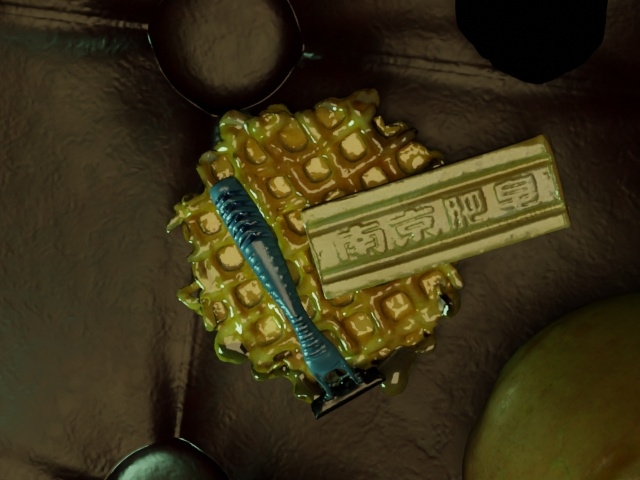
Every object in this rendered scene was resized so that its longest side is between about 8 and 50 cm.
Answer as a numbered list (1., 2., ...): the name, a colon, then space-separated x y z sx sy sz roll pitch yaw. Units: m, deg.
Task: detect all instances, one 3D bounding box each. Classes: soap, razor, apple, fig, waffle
1. soap: 0.112 -0.024 1.476 0.252 0.037 0.092 -17 98 4
2. razor: -0.033 0.050 1.493 0.082 0.042 0.253 -29 94 9
3. apple: 0.309 0.219 1.415 0.338 0.338 0.305 40 80 -1
4. fig: 0.203 -0.230 1.439 0.144 0.154 0.165 10 135 -12
5. waffle: -0.001 0.011 1.536 0.329 0.062 0.329 1 99 4
